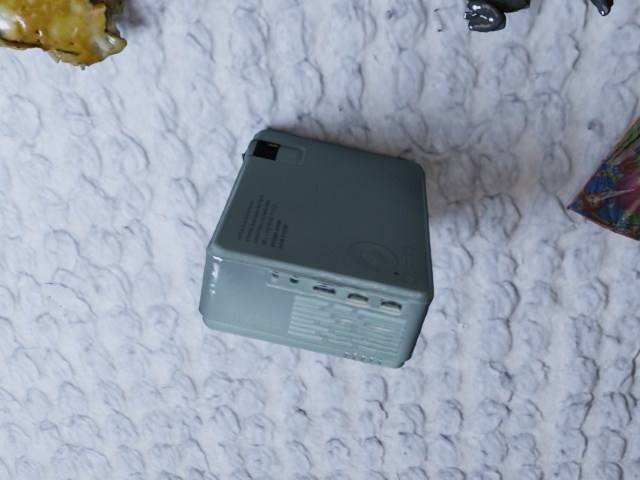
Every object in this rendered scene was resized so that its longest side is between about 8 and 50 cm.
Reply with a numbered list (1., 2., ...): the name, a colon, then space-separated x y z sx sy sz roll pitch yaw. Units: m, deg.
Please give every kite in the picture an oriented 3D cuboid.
1. kite: 0.339 -0.058 0.808 0.159 0.010 0.190 -15 120 11

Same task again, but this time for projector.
1. projector: 0.000 0.000 0.726 0.191 0.257 0.099 13 121 -3

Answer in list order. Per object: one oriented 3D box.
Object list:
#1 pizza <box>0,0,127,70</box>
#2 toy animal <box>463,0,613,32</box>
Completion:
1. pizza: -0.345 -0.288 0.647 0.440 0.130 0.406 -42 127 3
2. toy animal: 0.194 -0.283 0.644 0.148 0.085 0.233 11 124 -1
